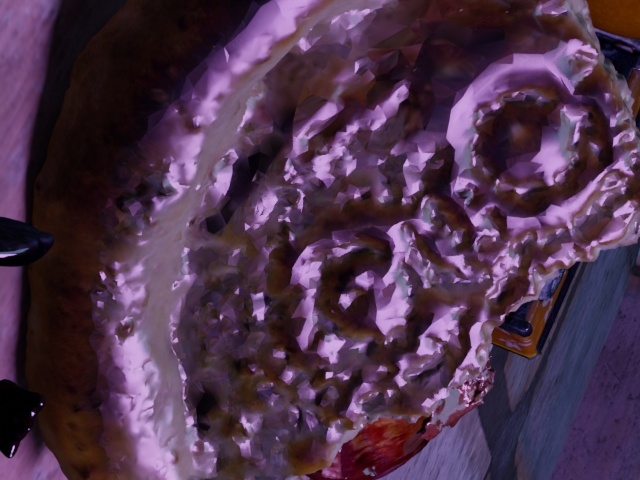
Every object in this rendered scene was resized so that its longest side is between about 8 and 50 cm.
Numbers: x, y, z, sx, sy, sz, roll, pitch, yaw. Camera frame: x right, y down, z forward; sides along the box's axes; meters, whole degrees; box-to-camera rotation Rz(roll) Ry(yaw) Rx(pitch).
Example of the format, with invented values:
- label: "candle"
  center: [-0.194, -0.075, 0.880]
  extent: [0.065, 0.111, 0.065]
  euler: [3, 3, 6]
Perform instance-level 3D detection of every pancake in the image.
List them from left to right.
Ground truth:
- label: "pancake"
  center: [-0.003, -0.004, 0.727]
  extent: [0.427, 0.305, 0.067]
  euler: [-43, -160, 13]

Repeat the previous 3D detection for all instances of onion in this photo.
- label: "onion"
  center: [0.063, 0.107, 1.170]
  extent: [0.230, 0.163, 0.230]
  euler: [20, 90, -75]

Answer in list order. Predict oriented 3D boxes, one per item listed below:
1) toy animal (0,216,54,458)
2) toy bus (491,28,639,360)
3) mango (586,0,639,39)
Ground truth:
- label: "toy animal"
  center: [-0.207, 0.057, 0.535]
  extent: [0.179, 0.116, 0.218]
  euler: [21, 118, -45]
- label: "toy bus"
  center: [0.214, -0.053, 1.437]
  extent: [0.323, 0.162, 0.194]
  euler: [-64, 161, -13]
- label: "mango"
  center: [0.315, -0.336, 1.225]
  extent: [0.221, 0.264, 0.378]
  euler: [-34, 161, -29]
